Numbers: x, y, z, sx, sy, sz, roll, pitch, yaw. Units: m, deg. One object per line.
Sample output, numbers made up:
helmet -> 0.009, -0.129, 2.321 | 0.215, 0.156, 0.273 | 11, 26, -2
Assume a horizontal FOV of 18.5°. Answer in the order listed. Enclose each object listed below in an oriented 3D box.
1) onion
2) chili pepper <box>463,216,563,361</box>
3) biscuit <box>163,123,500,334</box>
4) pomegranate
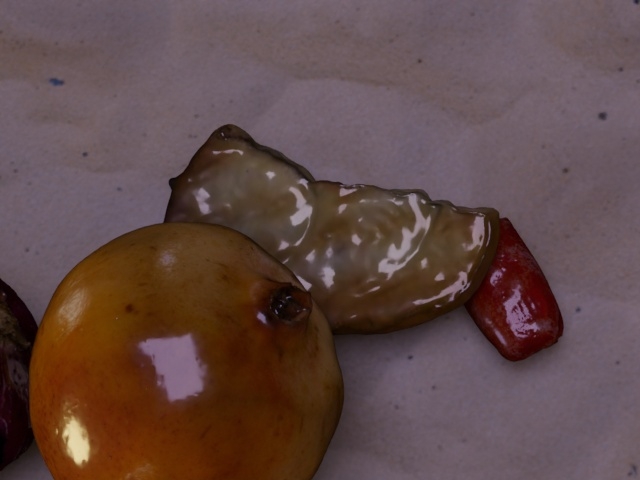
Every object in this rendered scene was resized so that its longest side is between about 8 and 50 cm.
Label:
onion -> -0.328, 0.123, 1.669 | 0.218, 0.140, 0.195 | -42, 82, 35
chili pepper -> 0.161, 0.044, 1.671 | 0.073, 0.070, 0.123 | -9, 62, -42
biscuit -> 0.000, 0.004, 1.684 | 0.299, 0.045, 0.154 | 19, 88, 22
pomegranate -> -0.104, 0.109, 1.578 | 0.264, 0.264, 0.264 | -2, 73, 5
